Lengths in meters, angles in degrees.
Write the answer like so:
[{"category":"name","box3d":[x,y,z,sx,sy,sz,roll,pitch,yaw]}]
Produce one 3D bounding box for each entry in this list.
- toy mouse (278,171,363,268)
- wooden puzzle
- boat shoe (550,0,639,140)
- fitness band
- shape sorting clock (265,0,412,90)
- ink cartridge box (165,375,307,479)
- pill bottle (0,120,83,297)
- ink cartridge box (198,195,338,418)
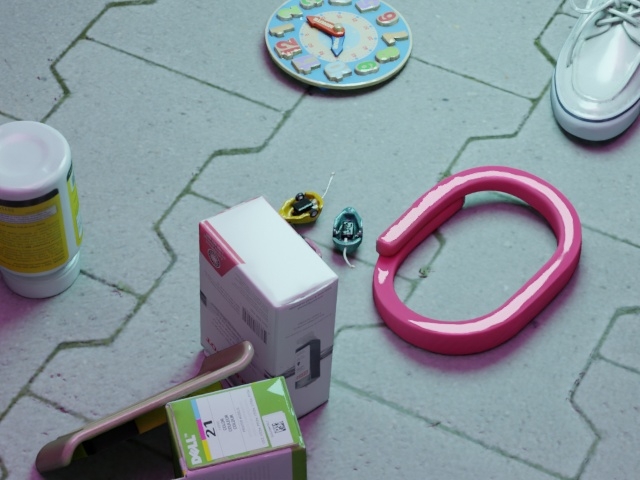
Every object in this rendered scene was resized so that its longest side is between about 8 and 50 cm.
[{"category":"toy mouse","box3d":[0.000,0.000,2.155,0.161,0.031,0.143,-32,55,-24]},{"category":"wooden puzzle","box3d":[-0.193,0.191,1.894,0.238,0.221,0.044,-28,89,-19]},{"category":"boat shoe","box3d":[0.408,-0.303,2.330,0.135,0.156,0.367,17,51,16]},{"category":"fitness band","box3d":[0.192,0.023,2.123,0.209,0.054,0.291,35,59,24]},{"category":"shape sorting clock","box3d":[0.025,-0.284,2.396,0.206,0.040,0.206,0,49,0]},{"category":"ink cartridge box","box3d":[-0.147,0.259,1.825,0.255,0.189,0.097,-12,52,-9]},{"category":"pill bottle","box3d":[-0.348,-0.032,2.070,0.119,0.208,0.119,0,49,0]},{"category":"ink cartridge box","box3d":[-0.062,0.084,1.959,0.092,0.218,0.158,-25,53,-26]}]
